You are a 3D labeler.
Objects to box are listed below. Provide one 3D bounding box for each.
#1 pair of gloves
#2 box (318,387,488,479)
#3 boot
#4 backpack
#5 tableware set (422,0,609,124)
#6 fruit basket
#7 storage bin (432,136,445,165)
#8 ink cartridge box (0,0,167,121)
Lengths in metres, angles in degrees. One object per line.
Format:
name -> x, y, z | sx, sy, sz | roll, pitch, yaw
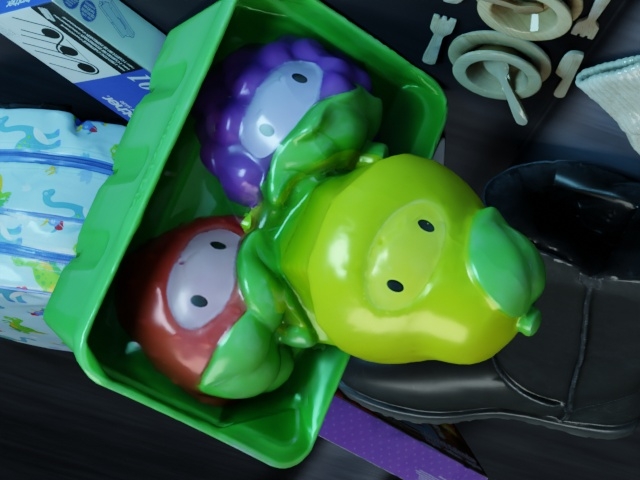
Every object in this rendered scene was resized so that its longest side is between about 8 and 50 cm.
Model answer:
pair of gloves -> 0.354, -0.096, 1.515 | 0.240, 0.042, 0.204 | -7, 150, 39
box -> 0.049, 0.184, 2.170 | 0.293, 0.057, 0.201 | 31, -164, -37
boot -> 0.179, 0.063, 1.837 | 0.367, 0.146, 0.445 | 5, 160, 5
backpack -> -0.259, -0.006, 1.854 | 0.290, 0.273, 0.355 | 16, 146, -7
tableware set -> 0.152, -0.158, 1.487 | 0.128, 0.039, 0.194 | 14, 158, -1
fruit basket -> -0.011, -0.005, 1.513 | 0.283, 0.392, 0.392 | 30, 153, -33
storage bin -> 0.058, -0.048, 1.744 | 0.091, 0.098, 0.135 | 20, 159, 12
ink cartridge box -> -0.191, -0.170, 1.651 | 0.097, 0.046, 0.207 | -6, 150, 42
